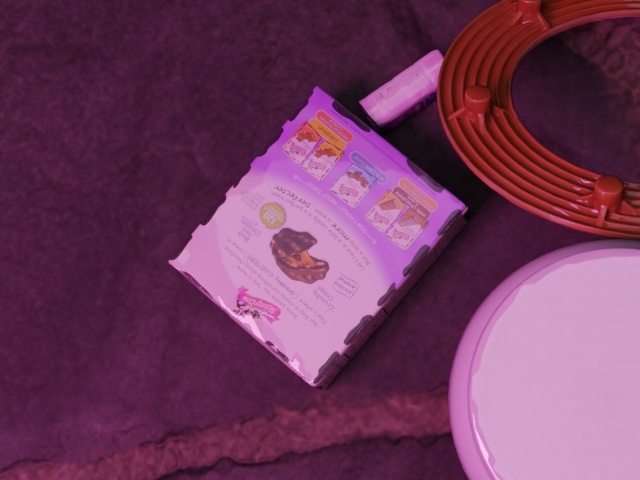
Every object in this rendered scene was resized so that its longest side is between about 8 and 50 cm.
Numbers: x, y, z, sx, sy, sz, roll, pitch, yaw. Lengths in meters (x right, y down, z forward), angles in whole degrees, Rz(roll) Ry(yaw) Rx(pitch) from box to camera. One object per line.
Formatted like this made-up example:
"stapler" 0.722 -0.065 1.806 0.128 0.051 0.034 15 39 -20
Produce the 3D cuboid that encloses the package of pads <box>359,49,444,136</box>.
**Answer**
"package of pads" 0.075 -0.126 1.335 0.083 0.050 0.032 -34 78 1

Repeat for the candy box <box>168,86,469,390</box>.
"candy box" 0.000 0.000 1.317 0.165 0.070 0.196 40 88 11

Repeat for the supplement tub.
"supplement tub" 0.212 0.121 1.143 0.228 0.316 0.228 -1 81 8

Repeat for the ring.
"ring" 0.258 -0.121 1.216 0.336 0.032 0.337 -2 44 2
